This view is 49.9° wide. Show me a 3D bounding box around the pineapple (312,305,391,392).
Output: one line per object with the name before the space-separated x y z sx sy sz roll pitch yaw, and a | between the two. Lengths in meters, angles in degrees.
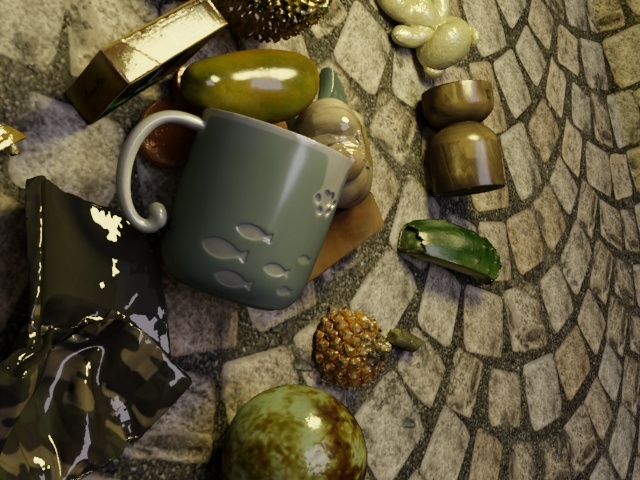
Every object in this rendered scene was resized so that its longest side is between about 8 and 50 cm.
pineapple | 0.085 0.219 1.388 0.161 0.137 0.175 34 59 -37

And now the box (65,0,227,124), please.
box | -0.277 -0.293 1.102 0.071 0.159 0.240 54 50 -14

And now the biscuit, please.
biscuit | -0.201 -0.217 1.242 0.324 0.049 0.205 -36 107 -44

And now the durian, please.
durian | -0.117 -0.492 1.260 0.293 0.258 0.258 12 74 -34

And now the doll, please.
doll | 0.258 -0.559 1.744 0.278 0.175 0.149 44 16 -21

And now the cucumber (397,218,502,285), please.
cucumber | 0.328 0.015 1.706 0.326 0.105 0.145 16 72 -40

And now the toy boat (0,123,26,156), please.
toy boat | -0.485 -0.080 0.918 0.226 0.068 0.088 -53 124 -41

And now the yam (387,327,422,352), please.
yam | 0.193 0.228 1.566 0.094 0.043 0.043 31 61 -39

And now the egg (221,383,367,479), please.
egg | -0.035 0.370 1.169 0.289 0.238 0.238 39 55 -51

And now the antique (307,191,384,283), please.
antique | 0.000 0.000 1.373 0.310 0.093 0.087 -35 108 -43

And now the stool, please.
stool | 0.357 -0.249 1.725 0.179 0.179 0.264 -3 86 -46

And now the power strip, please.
power strip | -0.014 -0.268 1.446 0.216 0.044 0.137 -48 116 -40

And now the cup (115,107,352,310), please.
cup | -0.153 -0.055 1.098 0.357 0.259 0.274 18 90 -28

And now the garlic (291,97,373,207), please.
garlic | 0.021 -0.164 1.334 0.228 0.152 0.227 -6 90 -80

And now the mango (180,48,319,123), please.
mango | -0.123 -0.271 1.199 0.289 0.146 0.129 -7 127 -39

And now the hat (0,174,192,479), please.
hat | -0.365 0.121 0.965 0.381 0.257 0.366 56 7 27
